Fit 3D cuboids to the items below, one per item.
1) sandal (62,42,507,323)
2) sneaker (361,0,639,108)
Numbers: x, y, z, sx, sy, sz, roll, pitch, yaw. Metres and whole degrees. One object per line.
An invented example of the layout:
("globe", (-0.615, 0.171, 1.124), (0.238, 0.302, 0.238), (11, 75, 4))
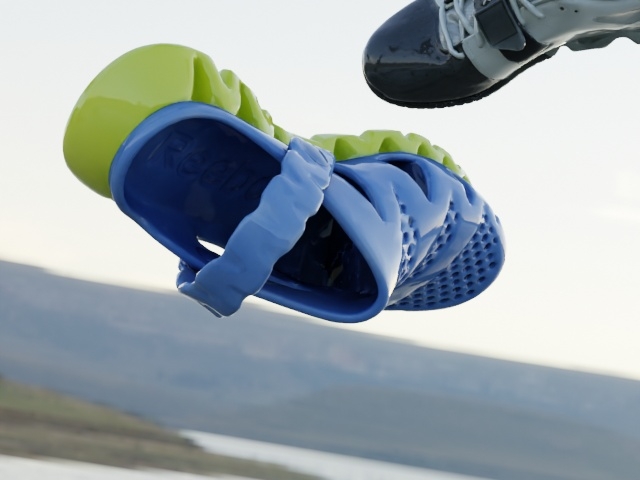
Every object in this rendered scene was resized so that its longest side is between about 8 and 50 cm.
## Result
("sandal", (0.000, 0.000, 0.984), (0.317, 0.126, 0.138), (13, 32, -45))
("sneaker", (0.182, -0.221, 1.544), (0.330, 0.122, 0.146), (-19, -20, 10))
